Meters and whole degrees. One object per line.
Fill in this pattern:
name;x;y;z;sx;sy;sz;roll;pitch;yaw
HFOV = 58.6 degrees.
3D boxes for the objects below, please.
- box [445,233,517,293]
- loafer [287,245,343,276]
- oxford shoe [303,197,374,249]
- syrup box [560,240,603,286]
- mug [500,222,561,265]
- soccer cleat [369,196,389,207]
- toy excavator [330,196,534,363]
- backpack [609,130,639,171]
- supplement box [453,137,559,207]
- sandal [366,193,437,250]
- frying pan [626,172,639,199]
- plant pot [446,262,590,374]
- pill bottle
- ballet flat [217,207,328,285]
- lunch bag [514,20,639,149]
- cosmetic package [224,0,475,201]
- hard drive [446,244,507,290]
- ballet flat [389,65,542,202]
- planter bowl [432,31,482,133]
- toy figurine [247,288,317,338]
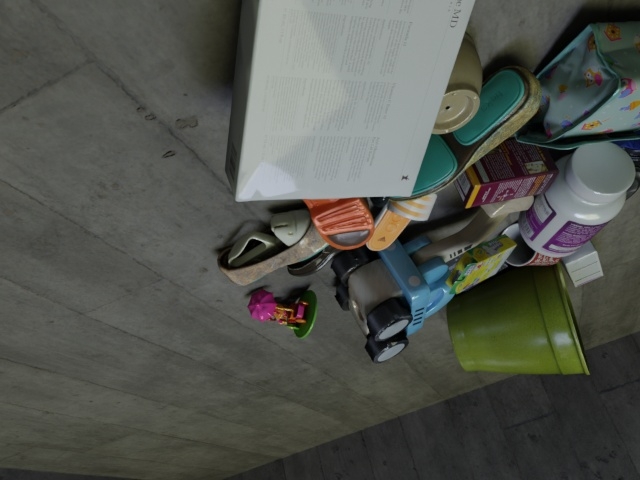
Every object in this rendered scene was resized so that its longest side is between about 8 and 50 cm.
box;0.350;0.054;1.265;0.179;0.043;0.105;-20;145;-40
loafer;0.000;0.000;1.270;0.220;0.080;0.078;-35;136;20
oxford shoe;-0.006;-0.147;0.985;0.129;0.133;0.364;-14;132;10
syrup box;0.771;0.052;1.708;0.096;0.093;0.237;-27;148;17
mug;0.568;0.011;1.559;0.169;0.150;0.113;6;107;-41
soccer cleat;0.098;-0.135;1.056;0.072;0.060;0.179;-28;134;-31
toy excavator;0.268;0.050;1.391;0.444;0.222;0.433;-26;151;-12
backpack;0.665;-0.204;1.233;0.120;0.101;0.098;9;153;22
supplement box;0.375;-0.144;1.179;0.188;0.104;0.081;-11;150;-10
sandal;0.187;-0.058;1.217;0.101;0.076;0.265;5;131;-28
frying pan;0.721;-0.095;1.493;0.197;0.053;0.326;-9;146;-12
plant pot;0.588;0.256;1.749;0.352;0.367;0.366;-17;152;23
pill bottle;0.562;-0.089;1.262;0.169;0.169;0.302;-14;159;-5
ballet flat;-0.092;0.003;1.198;0.315;0.108;0.106;-31;133;22
lunch bag;0.500;-0.253;1.014;0.223;0.160;0.262;-10;161;-19
cosmetic package;0.034;-0.234;0.763;0.284;0.097;0.378;-2;128;-21
hard drive;0.389;0.071;1.588;0.254;0.054;0.172;15;137;-42
ballet flat;0.260;-0.181;1.063;0.123;0.123;0.348;13;138;-41
planter bowl;0.192;-0.243;0.921;0.161;0.109;0.162;-13;150;-7
toy figurine;-0.117;0.178;1.493;0.159;0.130;0.173;16;163;-24
